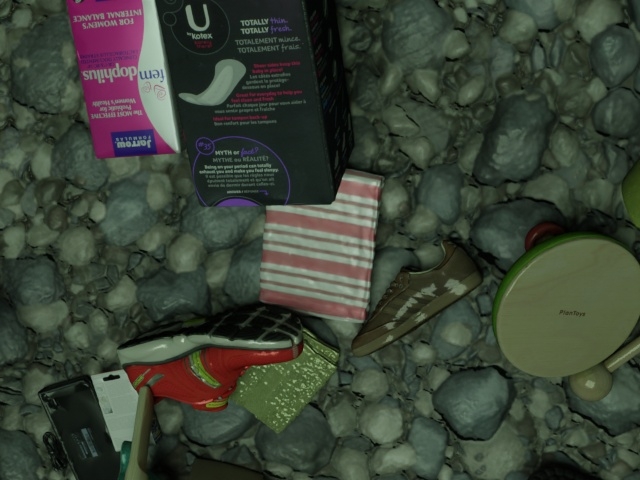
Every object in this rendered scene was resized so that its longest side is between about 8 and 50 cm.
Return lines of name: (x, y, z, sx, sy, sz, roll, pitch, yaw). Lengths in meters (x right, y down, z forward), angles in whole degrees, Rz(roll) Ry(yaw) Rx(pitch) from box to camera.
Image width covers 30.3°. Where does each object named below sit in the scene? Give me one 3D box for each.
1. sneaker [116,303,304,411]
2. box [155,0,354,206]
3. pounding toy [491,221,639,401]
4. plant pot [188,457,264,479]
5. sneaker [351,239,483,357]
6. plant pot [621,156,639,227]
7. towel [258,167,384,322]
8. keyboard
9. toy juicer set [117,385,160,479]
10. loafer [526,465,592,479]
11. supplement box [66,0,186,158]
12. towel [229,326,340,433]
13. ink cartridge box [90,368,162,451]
sneaker: (-0.127, 0.156, 1.490, 0.279, 0.107, 0.118, -11, 103, 34)
box: (-0.066, -0.187, 1.315, 0.165, 0.143, 0.270, -1, 122, 13)
pounding toy: (0.286, 0.066, 1.378, 0.237, 0.110, 0.183, 35, 104, -31)
plant pot: (-0.122, 0.359, 1.566, 0.096, 0.109, 0.109, -2, 108, 2)
sneaker: (0.106, 0.071, 1.440, 0.188, 0.066, 0.071, -34, 80, 16)
plant pot: (0.457, -0.084, 1.206, 0.276, 0.276, 0.254, 39, 125, -1)
towel: (0.000, 0.000, 1.454, 0.144, 0.029, 0.197, 11, 110, 13)
keyboard: (-0.331, 0.279, 1.632, 0.108, 0.023, 0.180, -18, 102, 12)
toy juicer set: (-0.244, 0.374, 1.505, 0.089, 0.209, 0.329, 0, 125, 5)
loafer: (0.397, 0.414, 1.453, 0.366, 0.134, 0.130, 33, 136, 12)
supplement box: (-0.213, -0.216, 1.389, 0.111, 0.114, 0.220, -4, 109, 14)
towel: (-0.051, 0.171, 1.523, 0.110, 0.027, 0.148, 36, 112, 0)
ink cartridge box: (-0.261, 0.223, 1.591, 0.062, 0.029, 0.115, -12, 104, 18)
